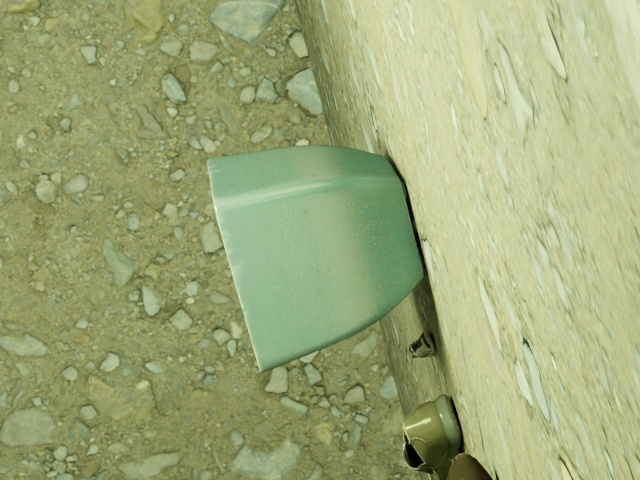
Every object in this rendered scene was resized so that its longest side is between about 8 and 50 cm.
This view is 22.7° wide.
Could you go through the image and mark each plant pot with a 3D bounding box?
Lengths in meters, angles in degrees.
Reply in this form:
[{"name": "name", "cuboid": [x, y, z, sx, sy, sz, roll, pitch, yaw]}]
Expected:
[{"name": "plant pot", "cuboid": [0.000, 0.000, 2.178, 0.248, 0.252, 0.247, -109, 4, -72]}]

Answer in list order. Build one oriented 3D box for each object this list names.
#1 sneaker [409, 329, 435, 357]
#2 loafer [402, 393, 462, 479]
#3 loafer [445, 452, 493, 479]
[{"name": "sneaker", "cuboid": [0.149, 0.158, 2.361, 0.083, 0.037, 0.032, 82, 174, -68]}, {"name": "loafer", "cuboid": [0.161, 0.300, 2.378, 0.251, 0.087, 0.094, 78, 177, -60]}, {"name": "loafer", "cuboid": [0.193, 0.333, 2.001, 0.220, 0.080, 0.078, 86, 179, -56]}]
